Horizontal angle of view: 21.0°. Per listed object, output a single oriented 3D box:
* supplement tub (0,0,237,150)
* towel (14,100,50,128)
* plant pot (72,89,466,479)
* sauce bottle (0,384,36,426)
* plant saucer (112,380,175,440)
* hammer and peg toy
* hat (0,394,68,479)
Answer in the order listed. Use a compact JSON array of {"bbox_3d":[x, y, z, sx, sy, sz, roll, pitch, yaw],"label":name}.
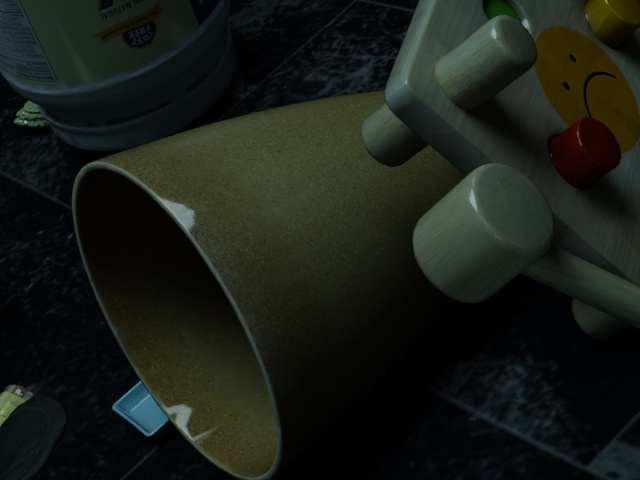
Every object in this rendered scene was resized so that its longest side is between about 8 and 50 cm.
[{"bbox_3d":[-0.221,-0.268,1.593,0.235,0.325,0.235,-13,40,11],"label":"supplement tub"},{"bbox_3d":[-0.240,-0.155,1.774,0.148,0.027,0.110,-1,42,42],"label":"towel"},{"bbox_3d":[0.000,0.000,1.175,0.254,0.237,0.237,-30,27,-26],"label":"plant pot"},{"bbox_3d":[-0.260,0.168,1.317,0.042,0.042,0.128,2,46,44],"label":"sauce bottle"},{"bbox_3d":[-0.069,0.077,1.296,0.192,0.018,0.067,-42,32,-15],"label":"plant saucer"},{"bbox_3d":[0.155,-0.050,1.067,0.127,0.266,0.361,-37,23,40],"label":"hammer and peg toy"},{"bbox_3d":[-0.247,0.244,1.079,0.331,0.134,0.331,-38,8,6],"label":"hat"}]
